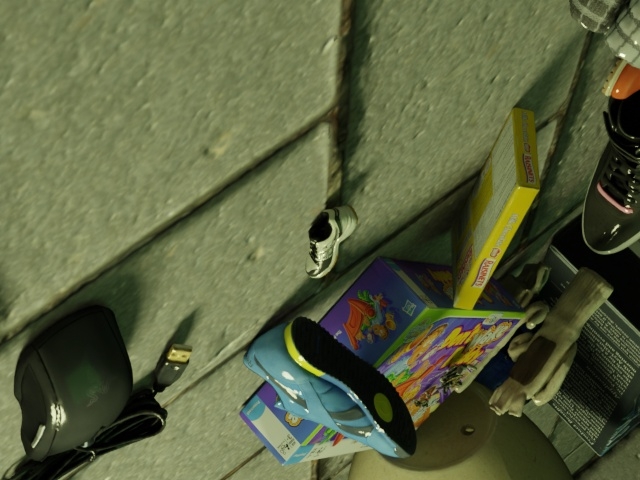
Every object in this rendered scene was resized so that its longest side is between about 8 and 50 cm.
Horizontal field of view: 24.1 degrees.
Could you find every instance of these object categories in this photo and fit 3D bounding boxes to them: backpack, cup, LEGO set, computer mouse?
[{"bbox_3d":[0.262,0.188,2.121,0.120,0.101,0.098,-32,151,-18],"label":"backpack"},{"bbox_3d":[0.171,0.316,1.963,0.331,0.331,0.237,-35,133,-20],"label":"cup"},{"bbox_3d":[0.141,0.162,1.727,0.083,0.023,0.054,-29,158,1],"label":"LEGO set"},{"bbox_3d":[-0.169,0.130,1.242,0.184,0.060,0.262,-29,156,-32],"label":"computer mouse"}]

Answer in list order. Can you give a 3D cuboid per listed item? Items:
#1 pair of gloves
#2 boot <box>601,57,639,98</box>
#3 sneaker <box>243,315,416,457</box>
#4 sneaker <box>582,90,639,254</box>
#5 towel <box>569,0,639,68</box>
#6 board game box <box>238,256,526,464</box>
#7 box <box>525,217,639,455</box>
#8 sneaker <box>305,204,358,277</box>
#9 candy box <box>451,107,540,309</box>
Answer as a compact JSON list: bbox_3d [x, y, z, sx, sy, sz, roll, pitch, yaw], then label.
[{"bbox_3d":[0.251,0.117,1.826,0.204,0.042,0.240,-56,-159,-6],"label":"pair of gloves"},{"bbox_3d":[0.374,-0.188,1.589,0.158,0.084,0.059,-37,161,-13],"label":"boot"},{"bbox_3d":[0.011,0.156,1.497,0.082,0.209,0.069,-32,-148,30],"label":"sneaker"},{"bbox_3d":[0.355,-0.098,1.720,0.147,0.104,0.295,-16,141,-48],"label":"sneaker"},{"bbox_3d":[0.369,-0.275,1.359,0.284,0.121,0.235,-10,140,-54],"label":"towel"},{"bbox_3d":[0.081,0.135,1.698,0.233,0.078,0.347,-49,160,15],"label":"board game box"},{"bbox_3d":[0.461,0.084,2.119,0.293,0.212,0.395,-37,160,-18],"label":"box"},{"bbox_3d":[0.000,0.000,1.351,0.037,0.032,0.083,-4,134,-40],"label":"sneaker"},{"bbox_3d":[0.175,-0.029,1.524,0.027,0.105,0.206,8,142,-11],"label":"candy box"}]
